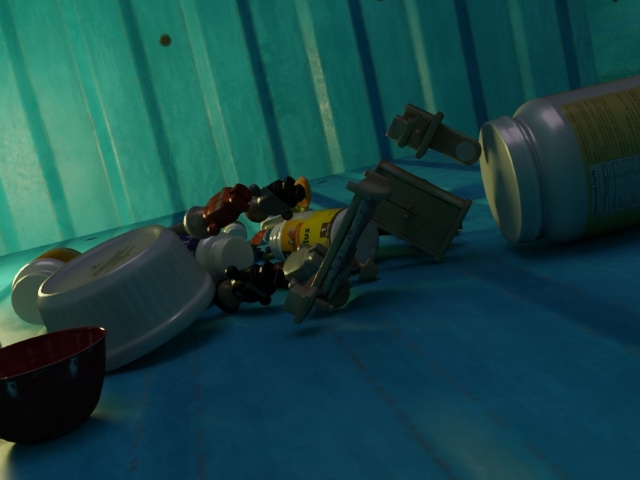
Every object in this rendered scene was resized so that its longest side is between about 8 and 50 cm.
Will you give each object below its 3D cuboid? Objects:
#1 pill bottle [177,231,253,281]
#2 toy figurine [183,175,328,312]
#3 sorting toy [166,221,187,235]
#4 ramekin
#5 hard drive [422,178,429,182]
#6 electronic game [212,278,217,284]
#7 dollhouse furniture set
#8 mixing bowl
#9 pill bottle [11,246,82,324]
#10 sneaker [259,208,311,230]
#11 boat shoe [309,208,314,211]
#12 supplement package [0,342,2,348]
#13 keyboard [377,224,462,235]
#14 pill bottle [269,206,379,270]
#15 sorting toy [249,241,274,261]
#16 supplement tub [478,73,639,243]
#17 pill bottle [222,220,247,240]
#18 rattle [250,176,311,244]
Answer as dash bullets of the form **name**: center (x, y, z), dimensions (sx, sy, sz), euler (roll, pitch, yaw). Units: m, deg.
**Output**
- **pill bottle**: center (-0.227, 0.037, 1.546), dimensions (0.186, 0.112, 0.112), euler (-3, 13, 45)
- **toy figurine**: center (-0.110, 0.005, 1.303), dimensions (0.148, 0.213, 0.209), euler (-26, -4, 39)
- **sorting toy**: center (-0.381, 0.012, 1.634), dimensions (0.196, 0.047, 0.347), euler (-33, -1, 27)
- **ramekin**: center (-0.310, 0.080, 1.173), dimensions (0.272, 0.127, 0.273), euler (-22, 19, 8)
- **hard drive**: center (0.210, -0.121, 2.009), dimensions (0.172, 0.054, 0.255), euler (-6, 11, 5)
- **electronic game**: center (-0.298, 0.108, 1.414), dimensions (0.229, 0.048, 0.229), euler (-10, 6, 1)
- **dollhouse furniture set**: center (0.122, -0.030, 1.148), dimensions (0.173, 0.303, 0.355), euler (27, 20, 8)
- **mixing bowl**: center (-0.333, 0.179, 0.896), dimensions (0.181, 0.098, 0.181), euler (-13, 9, 2)
- **pill bottle**: center (-0.557, 0.097, 1.563), dimensions (0.136, 0.136, 0.246), euler (-14, 9, -5)
- **sneaker**: center (-0.101, -0.064, 2.125), dimensions (0.152, 0.058, 0.084), euler (-21, 19, -6)
- **boat shoe**: center (-0.087, -0.070, 2.179), dimensions (0.152, 0.056, 0.049), euler (2, 10, 25)
- **supplement package**: center (-0.723, 0.167, 1.337), dimensions (0.203, 0.149, 0.194), euler (-6, 12, 37)
- **keyboard**: center (0.148, -0.028, 1.499), dimensions (0.201, 0.033, 0.317), euler (6, -6, -41)
- **pill bottle**: center (0.000, 0.000, 1.433), dimensions (0.117, 0.117, 0.215), euler (-21, 12, -40)
- **sorting toy**: center (-0.137, 0.021, 1.722), dimensions (0.102, 0.042, 0.061), euler (-6, 12, 34)
- **supplement tub**: center (0.447, -0.130, 1.215), dimensions (0.331, 0.241, 0.241), euler (-13, 9, -1)
- **pill bottle**: center (-0.227, -0.016, 1.998), dimensions (0.065, 0.065, 0.116), euler (-14, 10, -7)
- **rattle**: center (-0.099, -0.074, 1.967), dimensions (0.199, 0.143, 0.130), euler (-12, 26, -32)
